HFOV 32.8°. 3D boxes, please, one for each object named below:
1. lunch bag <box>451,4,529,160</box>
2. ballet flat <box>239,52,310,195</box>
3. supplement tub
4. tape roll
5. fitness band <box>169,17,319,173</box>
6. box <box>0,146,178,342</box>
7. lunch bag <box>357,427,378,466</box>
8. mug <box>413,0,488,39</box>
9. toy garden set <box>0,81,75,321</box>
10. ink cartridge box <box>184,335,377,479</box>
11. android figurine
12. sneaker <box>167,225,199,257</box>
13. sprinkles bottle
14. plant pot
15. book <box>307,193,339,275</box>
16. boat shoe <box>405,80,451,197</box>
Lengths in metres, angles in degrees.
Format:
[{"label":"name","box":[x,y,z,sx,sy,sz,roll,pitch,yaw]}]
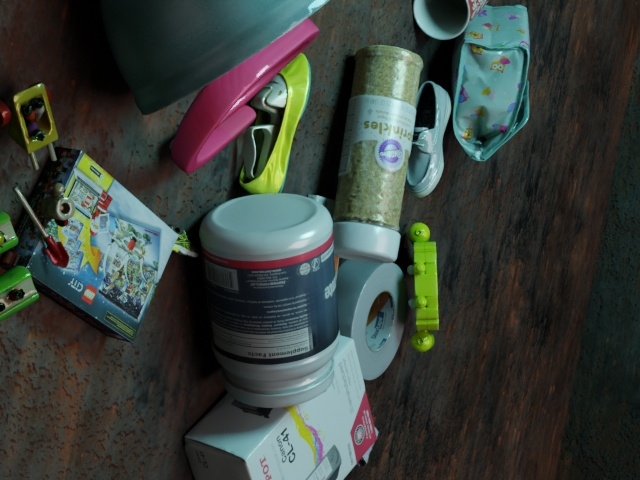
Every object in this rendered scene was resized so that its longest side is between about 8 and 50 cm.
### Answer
[{"label":"lunch bag","box":[0.340,-0.314,2.173,0.223,0.160,0.262,-75,168,-57]},{"label":"ballet flat","box":[-0.073,-0.176,1.620,0.077,0.077,0.231,13,89,-44]},{"label":"supplement tub","box":[-0.070,0.084,1.580,0.191,0.191,0.272,-36,129,-51]},{"label":"tape roll","box":[0.080,0.141,1.984,0.219,0.072,0.219,-29,124,-55]},{"label":"fitness band","box":[-0.105,-0.202,1.445,0.209,0.054,0.291,-49,-179,44]},{"label":"box","box":[-0.278,0.010,1.343,0.233,0.044,0.159,48,58,-55]},{"label":"lunch bag","box":[0.073,0.382,2.072,0.083,0.053,0.071,54,51,-40]},{"label":"mug","box":[0.259,-0.478,2.060,0.169,0.113,0.150,-45,137,-50]},{"label":"toy garden set","box":[-0.339,-0.040,1.155,0.204,0.049,0.244,-36,120,-42]},{"label":"ink cartridge box","box":[-0.054,0.316,1.728,0.306,0.131,0.226,-45,133,-42]},{"label":"android figurine","box":[0.198,0.091,2.087,0.273,0.056,0.248,22,66,-83]},{"label":"sneaker","box":[-0.192,0.001,1.503,0.083,0.031,0.035,23,79,-60]},{"label":"sprinkles bottle","box":[0.092,-0.144,1.830,0.121,0.121,0.355,22,74,-60]},{"label":"plant pot","box":[-0.143,-0.310,1.278,0.196,0.293,0.293,57,45,-16]},{"label":"book","box":[0.000,0.000,1.840,0.096,0.035,0.144,13,87,-60]},{"label":"boat shoe","box":[0.193,-0.198,2.077,0.081,0.079,0.227,32,65,-52]}]
